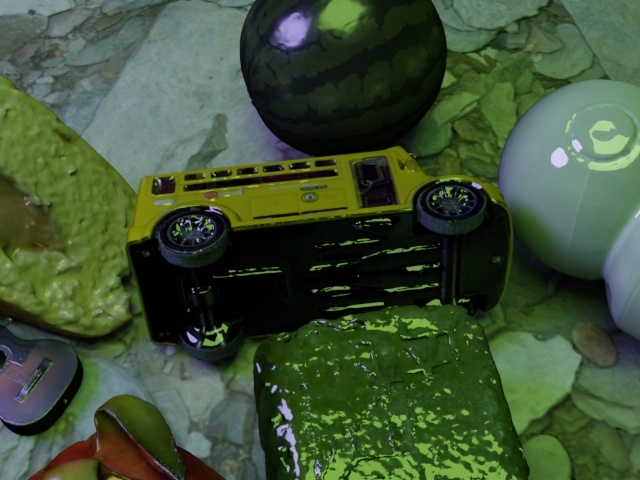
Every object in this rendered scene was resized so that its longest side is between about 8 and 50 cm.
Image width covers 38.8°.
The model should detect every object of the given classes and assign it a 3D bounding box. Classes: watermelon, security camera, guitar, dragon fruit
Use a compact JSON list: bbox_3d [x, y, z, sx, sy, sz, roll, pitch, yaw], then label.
[{"bbox_3d":[0.025,-0.188,0.927,0.212,0.212,0.212,0,56,0],"label":"watermelon"},{"bbox_3d":[0.271,-0.037,0.833,0.194,0.194,0.236,-39,60,-23],"label":"security camera"},{"bbox_3d":[-0.330,0.102,0.841,0.233,0.025,0.088,21,59,15],"label":"guitar"},{"bbox_3d":[-0.126,0.246,0.629,0.227,0.224,0.224,30,61,27],"label":"dragon fruit"}]

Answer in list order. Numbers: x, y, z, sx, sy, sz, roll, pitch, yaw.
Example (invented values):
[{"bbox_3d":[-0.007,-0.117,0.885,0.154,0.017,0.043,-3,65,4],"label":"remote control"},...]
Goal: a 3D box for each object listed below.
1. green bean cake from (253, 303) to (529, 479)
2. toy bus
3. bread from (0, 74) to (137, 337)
[{"bbox_3d":[0.051,0.166,0.739,0.200,0.113,0.214,-8,55,-4],"label":"green bean cake"},{"bbox_3d":[0.000,0.000,0.832,0.331,0.145,0.151,-6,40,-2],"label":"toy bus"},{"bbox_3d":[-0.307,-0.010,0.888,0.211,0.224,0.184,-14,51,44],"label":"bread"}]
